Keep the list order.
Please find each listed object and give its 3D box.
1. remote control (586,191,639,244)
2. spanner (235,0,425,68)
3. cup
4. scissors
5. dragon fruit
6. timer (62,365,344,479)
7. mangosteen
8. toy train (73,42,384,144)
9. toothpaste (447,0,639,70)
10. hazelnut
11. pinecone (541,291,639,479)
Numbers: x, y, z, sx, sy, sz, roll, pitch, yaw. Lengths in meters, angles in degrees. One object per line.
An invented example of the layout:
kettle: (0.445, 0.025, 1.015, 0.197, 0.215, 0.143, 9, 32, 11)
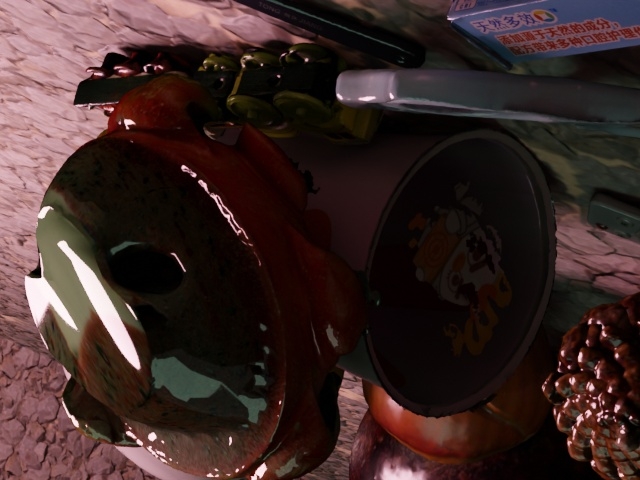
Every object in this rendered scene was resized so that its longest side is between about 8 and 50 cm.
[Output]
remote control: (0.274, 0.006, 0.994, 0.184, 0.027, 0.050, 22, 164, 14)
spanner: (-0.033, -0.147, 0.880, 0.208, 0.012, 0.046, 21, 164, -3)
cup: (0.000, 0.000, 1.052, 0.288, 0.203, 0.203, 15, 165, 44)
scissors: (0.194, -0.065, 0.765, 0.360, 0.029, 0.191, 8, -175, 18)
dragon fruit: (-0.095, 0.032, 0.947, 0.295, 0.130, 0.268, 46, 140, 35)
timer: (-0.074, 0.063, 1.311, 0.285, 0.285, 0.285, 19, 165, 5)
mangosteen: (0.178, 0.262, 1.453, 0.330, 0.330, 0.330, 19, 165, 5)
toy train: (-0.072, -0.101, 1.013, 0.249, 0.053, 0.085, 5, 160, 42)
toothpaste: (0.169, -0.123, 0.604, 0.053, 0.066, 0.272, 30, 162, -33)
hazelnut: (0.129, 0.113, 1.273, 0.182, 0.182, 0.182, 19, 165, 5)
pinecone: (0.264, 0.115, 1.146, 0.173, 0.174, 0.173, 19, 165, 5)
